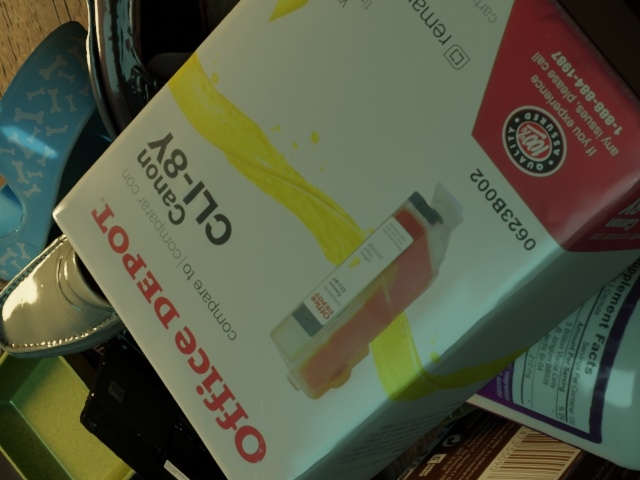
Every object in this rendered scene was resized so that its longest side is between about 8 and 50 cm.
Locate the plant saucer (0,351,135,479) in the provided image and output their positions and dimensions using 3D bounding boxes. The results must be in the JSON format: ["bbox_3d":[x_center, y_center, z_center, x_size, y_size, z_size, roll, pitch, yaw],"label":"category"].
[{"bbox_3d":[-0.266,0.191,1.612,0.188,0.045,0.188,49,132,8],"label":"plant saucer"}]

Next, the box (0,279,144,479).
[{"bbox_3d":[-0.303,0.191,1.724,0.293,0.073,0.296,33,130,26],"label":"box"}]

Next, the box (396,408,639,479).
[{"bbox_3d":[0.189,0.253,1.290,0.167,0.168,0.203,-6,115,43],"label":"box"}]

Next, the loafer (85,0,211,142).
[{"bbox_3d":[-0.138,-0.179,1.306,0.095,0.109,0.303,6,121,34],"label":"loafer"}]

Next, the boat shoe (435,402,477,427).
[{"bbox_3d":[0.056,0.138,1.339,0.073,0.223,0.080,48,-161,-81],"label":"boat shoe"}]

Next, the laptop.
[{"bbox_3d":[-0.077,0.140,1.461,0.234,0.136,0.264,39,137,13],"label":"laptop"}]

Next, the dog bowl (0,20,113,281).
[{"bbox_3d":[-0.250,-0.068,1.452,0.074,0.166,0.297,29,137,6],"label":"dog bowl"}]

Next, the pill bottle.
[{"bbox_3d":[0.202,0.069,1.138,0.301,0.169,0.169,20,132,30],"label":"pill bottle"}]

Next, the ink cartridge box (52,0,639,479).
[{"bbox_3d":[0.041,-0.036,1.041,0.384,0.160,0.279,-44,70,25],"label":"ink cartridge box"}]

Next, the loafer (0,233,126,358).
[{"bbox_3d":[-0.185,0.020,1.347,0.319,0.111,0.112,-32,78,30],"label":"loafer"}]
